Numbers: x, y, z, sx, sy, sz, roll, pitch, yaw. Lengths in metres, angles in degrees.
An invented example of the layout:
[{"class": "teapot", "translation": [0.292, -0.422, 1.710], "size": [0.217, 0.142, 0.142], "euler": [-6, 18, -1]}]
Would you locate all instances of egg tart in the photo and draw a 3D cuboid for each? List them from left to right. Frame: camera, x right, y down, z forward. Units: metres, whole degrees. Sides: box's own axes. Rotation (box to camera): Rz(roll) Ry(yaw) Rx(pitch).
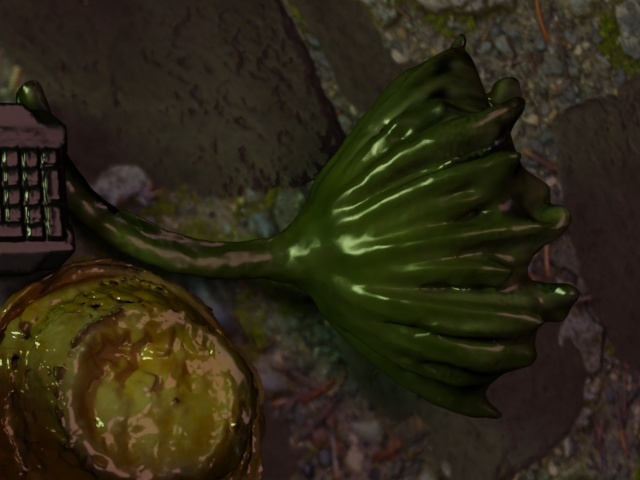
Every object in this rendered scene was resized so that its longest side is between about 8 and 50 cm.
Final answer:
[{"class": "egg tart", "translation": [-0.107, 0.097, 0.702], "size": [0.191, 0.074, 0.191], "euler": [10, 69, -26]}]

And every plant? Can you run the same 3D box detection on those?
[{"class": "plant", "translation": [-0.008, 0.006, 0.803], "size": [0.333, 0.180, 0.251], "euler": [-8, 82, 0]}]

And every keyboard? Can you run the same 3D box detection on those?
[{"class": "keyboard", "translation": [-0.265, -0.030, 0.661], "size": [0.262, 0.016, 0.106], "euler": [-1, 74, -24]}]
